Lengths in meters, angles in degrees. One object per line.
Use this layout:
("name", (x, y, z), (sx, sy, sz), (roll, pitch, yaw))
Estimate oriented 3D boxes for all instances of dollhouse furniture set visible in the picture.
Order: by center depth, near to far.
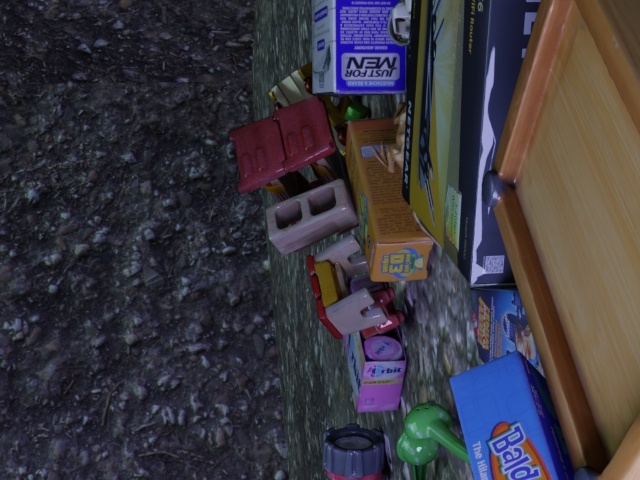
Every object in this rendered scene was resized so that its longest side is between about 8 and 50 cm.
("dollhouse furniture set", (0.000, 0.000, 1.371), (0.201, 0.152, 0.374), (51, -159, -50))

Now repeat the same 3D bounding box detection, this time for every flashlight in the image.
("flashlight", (0.050, 0.449, 1.536), (0.103, 0.103, 0.303), (-104, 15, -76))

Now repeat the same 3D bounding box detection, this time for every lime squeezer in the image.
("lime squeezer", (0.136, 0.251, 1.134), (0.110, 0.059, 0.310), (51, 157, 17))

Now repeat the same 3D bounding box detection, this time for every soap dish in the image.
("soap dish", (0.178, -0.009, 0.485), (0.228, 0.118, 0.290), (97, 169, -48))

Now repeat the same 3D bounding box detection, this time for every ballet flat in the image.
("ballet flat", (0.116, -0.245, 1.033), (0.213, 0.068, 0.072), (173, 94, -81))

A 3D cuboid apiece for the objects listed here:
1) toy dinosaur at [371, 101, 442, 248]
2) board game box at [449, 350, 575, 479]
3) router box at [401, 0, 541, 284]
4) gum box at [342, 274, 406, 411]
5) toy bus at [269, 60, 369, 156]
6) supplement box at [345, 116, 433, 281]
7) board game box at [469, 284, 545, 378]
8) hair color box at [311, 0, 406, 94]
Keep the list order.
("toy dinosaur", (0.105, -0.100, 1.164), (0.112, 0.064, 0.211), (-142, 50, -78))
("board game box", (0.154, 0.179, 0.551), (0.210, 0.047, 0.160), (44, -153, -44))
("router box", (0.141, -0.147, 0.835), (0.243, 0.081, 0.308), (-114, 24, -69))
("gum box", (0.075, 0.146, 1.427), (0.188, 0.062, 0.107), (-102, 13, -49))
("toy bus", (0.012, -0.209, 1.629), (0.104, 0.191, 0.202), (-37, -38, -44))
("supplement box", (0.086, -0.057, 1.253), (0.078, 0.080, 0.233), (94, 168, -46))
("board game box", (0.171, 0.108, 0.764), (0.194, 0.060, 0.194), (-120, 29, -75))
("hair color box", (0.050, -0.370, 1.329), (0.185, 0.110, 0.338), (-139, 50, -77))
